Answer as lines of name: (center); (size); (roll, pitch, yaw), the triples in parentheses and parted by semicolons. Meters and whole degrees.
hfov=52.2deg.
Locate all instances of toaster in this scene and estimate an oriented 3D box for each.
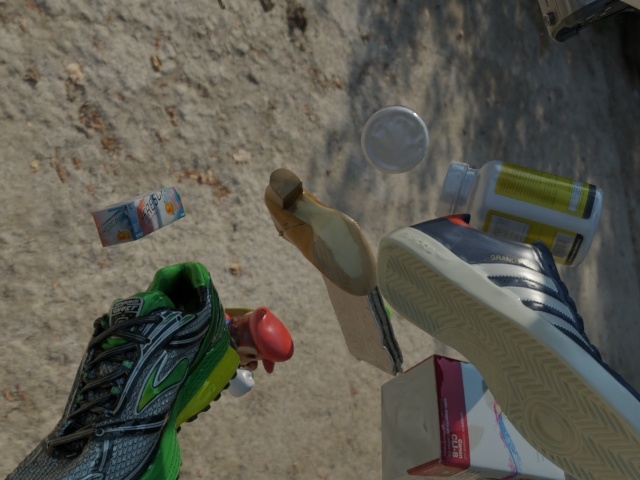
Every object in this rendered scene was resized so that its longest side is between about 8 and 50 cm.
toaster: (0.423, -0.409, 0.970); (0.129, 0.226, 0.147); (3, 63, -86)

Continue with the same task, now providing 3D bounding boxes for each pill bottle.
pill bottle: (0.242, -0.040, 0.808); (0.103, 0.184, 0.103); (18, 90, -76)
pill bottle: (0.198, -0.275, 1.735); (0.301, 0.169, 0.169); (-64, 135, -76)

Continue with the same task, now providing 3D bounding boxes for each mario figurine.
mario figurine: (-0.215, 0.234, 1.374); (0.170, 0.320, 0.198); (90, 2, -70)

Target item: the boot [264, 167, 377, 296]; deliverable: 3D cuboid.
boot: (-0.001, 0.000, 1.255); (0.104, 0.211, 0.295); (-37, 78, -11)

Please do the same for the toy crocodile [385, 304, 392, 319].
toy crocodile: (0.108, 0.154, 1.803); (0.341, 0.105, 0.115); (65, 13, 9)

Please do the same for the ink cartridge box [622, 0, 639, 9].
ink cartridge box: (0.250, -0.301, 0.531); (0.219, 0.092, 0.160); (-124, -163, -44)

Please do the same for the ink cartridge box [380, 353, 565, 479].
ink cartridge box: (0.179, 0.231, 0.790); (0.176, 0.128, 0.127); (15, 54, -20)

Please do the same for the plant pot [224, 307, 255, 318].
plant pot: (-0.161, 0.192, 1.475); (0.081, 0.083, 0.082); (36, 48, -71)

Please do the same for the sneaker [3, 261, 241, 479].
sneaker: (-0.187, 0.134, 0.598); (0.343, 0.134, 0.146); (-64, 147, -62)

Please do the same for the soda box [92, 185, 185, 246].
soda box: (-0.288, -0.042, 1.055); (0.183, 0.062, 0.058); (-50, 127, -71)

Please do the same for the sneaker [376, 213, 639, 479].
sneaker: (0.216, 0.083, 0.647); (0.148, 0.350, 0.131); (-24, 143, -30)

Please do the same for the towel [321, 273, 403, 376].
towel: (0.088, 0.168, 1.475); (0.049, 0.187, 0.282); (-29, 110, -25)

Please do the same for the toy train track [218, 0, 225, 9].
toy train track: (-0.220, -0.536, 1.416); (0.014, 0.048, 0.083); (-52, 159, -16)
